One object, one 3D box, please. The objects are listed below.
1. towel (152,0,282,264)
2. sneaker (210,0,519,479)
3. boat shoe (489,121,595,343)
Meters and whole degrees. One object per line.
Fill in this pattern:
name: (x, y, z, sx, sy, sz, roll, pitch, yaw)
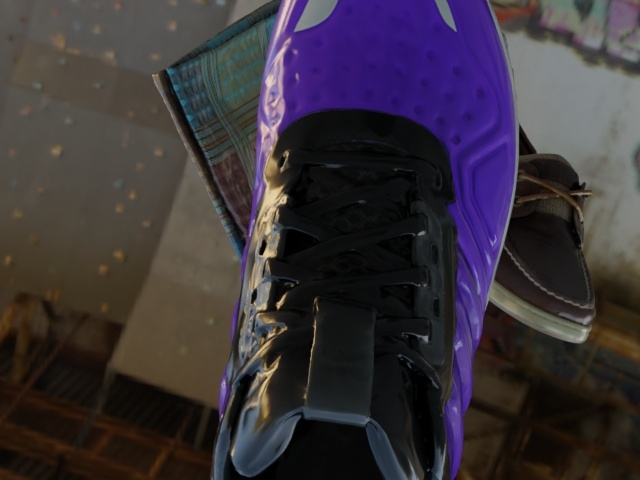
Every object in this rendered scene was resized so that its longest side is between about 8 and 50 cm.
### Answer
towel: (-0.033, -0.104, 1.351, 0.040, 0.271, 0.370, -20, -167, 25)
sneaker: (0.016, 0.025, 0.465, 0.102, 0.293, 0.146, 5, -175, 7)
boat shoe: (0.198, -0.033, 1.263, 0.123, 0.123, 0.342, 21, -155, -18)
